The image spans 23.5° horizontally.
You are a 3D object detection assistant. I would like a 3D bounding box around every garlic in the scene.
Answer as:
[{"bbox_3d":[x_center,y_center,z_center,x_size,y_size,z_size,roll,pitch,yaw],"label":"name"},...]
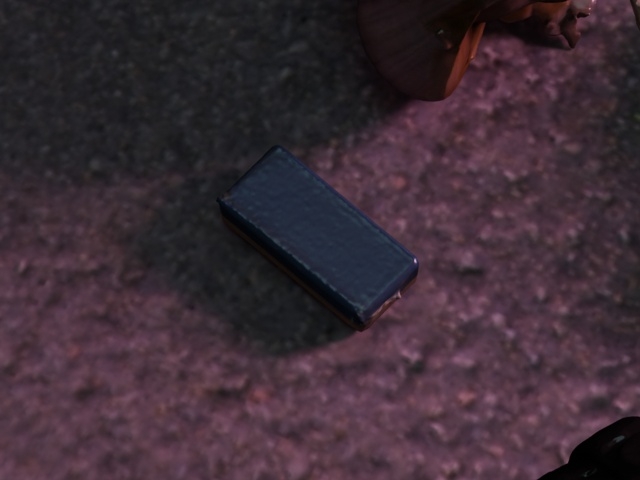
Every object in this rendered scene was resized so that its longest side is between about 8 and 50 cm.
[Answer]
[{"bbox_3d":[0.137,-0.169,0.937,0.257,0.207,0.207,36,70,25],"label":"garlic"}]

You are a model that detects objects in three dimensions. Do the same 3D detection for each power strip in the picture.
[{"bbox_3d":[0.000,0.000,0.940,0.123,0.032,0.056,40,72,15],"label":"power strip"}]

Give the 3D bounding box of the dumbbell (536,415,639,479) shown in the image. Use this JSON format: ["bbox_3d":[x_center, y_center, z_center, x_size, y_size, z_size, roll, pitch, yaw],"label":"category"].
[{"bbox_3d":[0.084,0.229,0.755,0.388,0.185,0.185,-29,69,-13],"label":"dumbbell"}]
